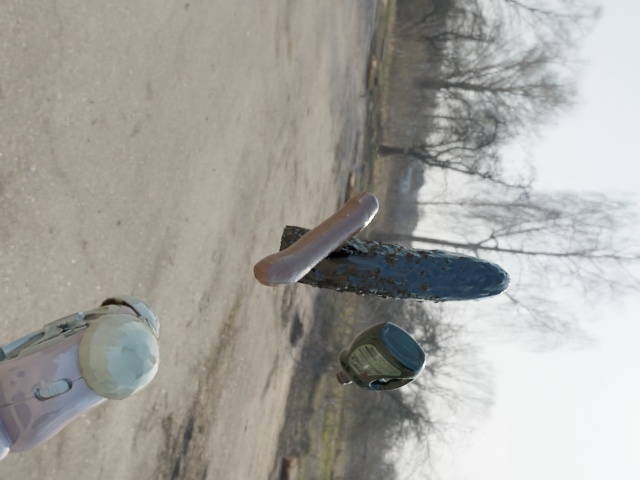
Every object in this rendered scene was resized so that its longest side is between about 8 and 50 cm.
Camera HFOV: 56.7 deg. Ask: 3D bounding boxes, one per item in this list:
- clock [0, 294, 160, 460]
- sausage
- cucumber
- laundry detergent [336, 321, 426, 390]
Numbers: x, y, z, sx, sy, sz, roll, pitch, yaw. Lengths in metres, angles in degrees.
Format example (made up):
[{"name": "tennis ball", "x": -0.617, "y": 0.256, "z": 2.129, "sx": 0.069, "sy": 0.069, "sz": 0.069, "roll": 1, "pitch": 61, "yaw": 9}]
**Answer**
[{"name": "clock", "x": -0.452, "y": 0.227, "z": 1.086, "sx": 0.184, "sy": 0.326, "sz": 0.342, "roll": 66, "pitch": -13, "yaw": -15}, {"name": "sausage", "x": 0.000, "y": 0.000, "z": 0.664, "sx": 0.186, "sy": 0.043, "sz": 0.043, "roll": -36, "pitch": 144, "yaw": -34}, {"name": "cucumber", "x": 0.096, "y": 0.039, "z": 0.759, "sx": 0.081, "sy": 0.304, "sz": 0.072, "roll": -81, "pitch": 180, "yaw": -53}, {"name": "laundry detergent", "x": 0.111, "y": 0.262, "z": 1.238, "sx": 0.221, "sy": 0.144, "sz": 0.078, "roll": -48, "pitch": -176, "yaw": 45}]
